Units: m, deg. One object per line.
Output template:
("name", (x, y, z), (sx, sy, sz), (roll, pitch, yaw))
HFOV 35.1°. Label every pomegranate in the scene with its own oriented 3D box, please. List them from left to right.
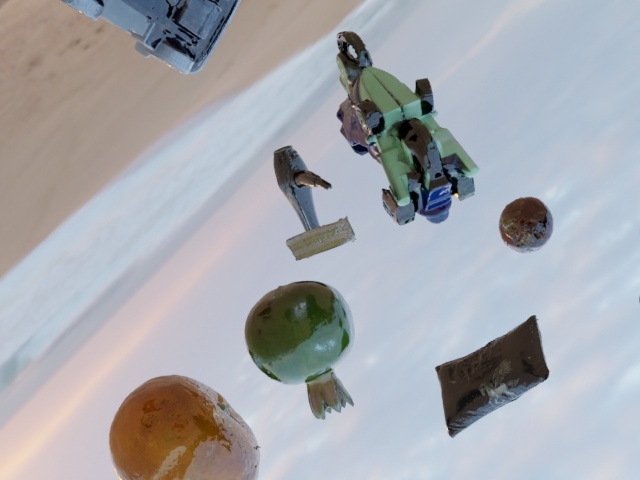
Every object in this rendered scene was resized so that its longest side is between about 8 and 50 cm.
("pomegranate", (-0.021, 0.176, 1.625), (0.187, 0.225, 0.187), (-26, 178, -1))

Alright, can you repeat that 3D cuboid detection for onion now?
("onion", (0.382, -0.027, 1.871), (0.107, 0.107, 0.097), (-44, 146, 20))

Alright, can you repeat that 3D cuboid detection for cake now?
("cake", (0.000, 0.000, 1.817), (0.121, 0.052, 0.065), (-21, -177, -2))

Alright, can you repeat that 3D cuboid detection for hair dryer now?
("hair dryer", (-0.020, -0.101, 2.085), (0.075, 0.195, 0.219), (-26, -166, -18))

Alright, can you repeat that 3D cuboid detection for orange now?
("orange", (-0.243, 0.373, 1.799), (0.226, 0.284, 0.284), (-48, -175, -6))

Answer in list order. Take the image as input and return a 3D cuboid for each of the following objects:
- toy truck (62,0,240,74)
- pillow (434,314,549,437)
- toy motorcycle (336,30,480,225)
("toy truck", (-0.249, -0.319, 1.096), (0.146, 0.175, 0.367), (-59, 144, 3))
("pillow", (0.281, 0.223, 1.662), (0.208, 0.055, 0.141), (-34, -140, 28))
("toy motorcycle", (0.101, -0.159, 1.462), (0.125, 0.331, 0.196), (-23, 139, -8))
